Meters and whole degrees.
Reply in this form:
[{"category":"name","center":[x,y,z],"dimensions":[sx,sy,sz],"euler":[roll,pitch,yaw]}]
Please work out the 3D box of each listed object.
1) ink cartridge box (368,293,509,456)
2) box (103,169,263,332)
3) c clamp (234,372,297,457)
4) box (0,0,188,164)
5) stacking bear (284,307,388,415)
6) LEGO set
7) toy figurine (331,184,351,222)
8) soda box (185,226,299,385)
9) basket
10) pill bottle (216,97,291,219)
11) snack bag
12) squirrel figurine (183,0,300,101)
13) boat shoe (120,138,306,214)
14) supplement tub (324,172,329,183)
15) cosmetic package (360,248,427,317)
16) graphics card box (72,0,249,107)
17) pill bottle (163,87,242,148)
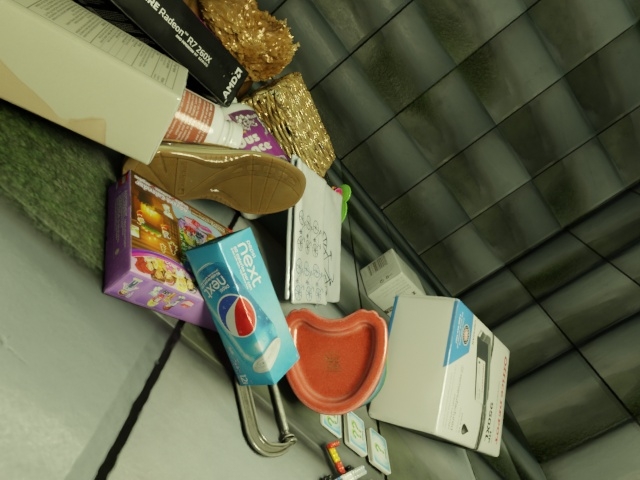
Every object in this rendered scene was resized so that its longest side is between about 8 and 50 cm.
[{"category":"ink cartridge box","center":[0.312,0.336,1.027],"dimensions":[0.395,0.166,0.285],"euler":[38,61,-42]},{"category":"box","center":[-0.191,0.038,0.670],"dimensions":[0.293,0.057,0.200],"euler":[36,24,-46]},{"category":"c clamp","center":[-0.073,0.246,0.632],"dimensions":[0.137,0.022,0.160],"euler":[39,21,-41]},{"category":"box","center":[-0.351,-0.246,0.568],"dimensions":[0.311,0.121,0.148],"euler":[26,28,-27]},{"category":"stacking bear","center":[0.052,0.224,0.787],"dimensions":[0.289,0.176,0.164],"euler":[45,45,-69]},{"category":"LEGO set","center":[0.074,0.381,0.703],"dimensions":[0.182,0.060,0.244],"euler":[44,18,-16]},{"category":"toy figurine","center":[0.004,-0.137,1.446],"dimensions":[0.159,0.173,0.130],"euler":[18,19,-45]},{"category":"soda box","center":[-0.106,0.094,0.593],"dimensions":[0.071,0.067,0.210],"euler":[-34,106,-57]},{"category":"basket","center":[-0.117,-0.295,1.226],"dimensions":[0.299,0.214,0.223],"euler":[62,27,-25]},{"category":"pill bottle","center":[-0.191,-0.215,1.005],"dimensions":[0.301,0.169,0.169],"euler":[55,16,7]},{"category":"snack bag","center":[0.000,0.000,1.025],"dimensions":[0.342,0.037,0.322],"euler":[28,62,-67]},{"category":"squirrel figurine","center":[-0.271,-0.534,1.185],"dimensions":[0.397,0.281,0.370],"euler":[19,-22,27]},{"category":"boat shoe","center":[-0.191,-0.132,0.791],"dimensions":[0.342,0.123,0.123],"euler":[0,32,-32]},{"category":"supplement tub","center":[-0.026,-0.213,1.583],"dimensions":[0.106,0.106,0.198],"euler":[50,16,-9]},{"category":"cosmetic package","center":[0.264,0.163,1.518],"dimensions":[0.184,0.151,0.151],"euler":[43,19,-28]},{"category":"graphics card box","center":[-0.324,-0.396,0.745],"dimensions":[0.233,0.094,0.371],"euler":[27,-5,33]},{"category":"pill bottle","center":[-0.269,-0.233,0.826],"dimensions":[0.216,0.121,0.121],"euler":[22,31,-33]}]
